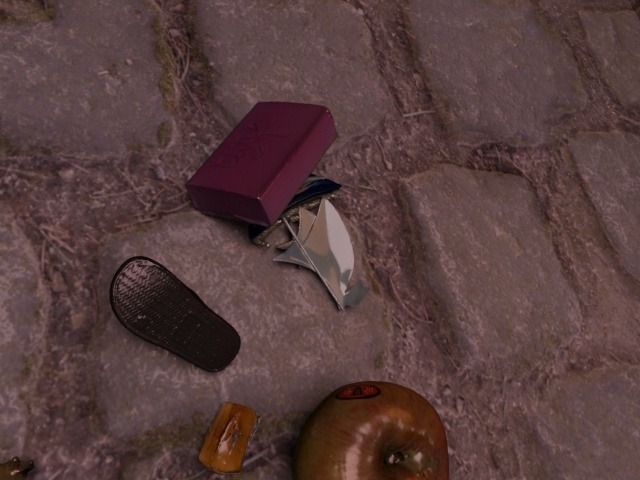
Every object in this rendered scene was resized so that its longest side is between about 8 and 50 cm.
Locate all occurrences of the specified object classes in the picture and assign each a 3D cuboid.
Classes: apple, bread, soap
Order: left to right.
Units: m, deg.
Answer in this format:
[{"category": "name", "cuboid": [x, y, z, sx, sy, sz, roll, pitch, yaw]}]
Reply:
[{"category": "bread", "cuboid": [-0.143, 0.314, 0.794, 0.072, 0.053, 0.106, 30, 55, -12]}, {"category": "soap", "cuboid": [-0.107, -0.151, 0.937, 0.181, 0.081, 0.259, 14, 55, 31]}, {"category": "apple", "cuboid": [0.080, 0.345, 0.789, 0.261, 0.194, 0.260, 9, 67, -21]}]

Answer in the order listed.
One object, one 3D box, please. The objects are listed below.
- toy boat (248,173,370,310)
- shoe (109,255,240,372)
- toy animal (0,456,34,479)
[{"category": "toy boat", "cuboid": [-0.030, 0.000, 0.965, 0.210, 0.070, 0.291, -8, 75, -20]}, {"category": "shoe", "cuboid": [-0.242, 0.124, 0.822, 0.241, 0.093, 0.108, 44, 75, -24]}, {"category": "toy animal", "cuboid": [-0.489, 0.342, 0.631, 0.101, 0.103, 0.218, 53, 56, -17]}]
